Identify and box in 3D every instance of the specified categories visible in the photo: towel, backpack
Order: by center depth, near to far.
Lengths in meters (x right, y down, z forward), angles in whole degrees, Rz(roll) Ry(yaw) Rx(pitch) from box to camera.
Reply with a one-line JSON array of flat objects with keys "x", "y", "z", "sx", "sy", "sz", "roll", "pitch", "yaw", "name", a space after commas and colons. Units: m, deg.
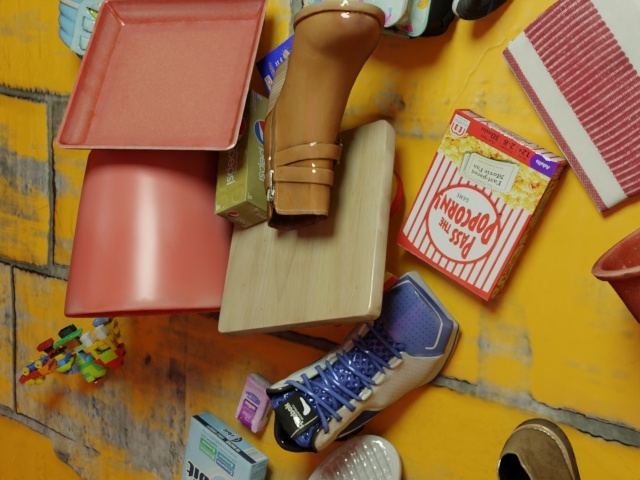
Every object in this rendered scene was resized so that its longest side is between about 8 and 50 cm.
[{"x": 0.384, "y": -0.208, "z": 0.858, "sx": 0.329, "sy": 0.037, "sz": 0.237, "roll": -35, "pitch": 80, "yaw": 35, "name": "towel"}, {"x": 0.067, "y": -0.338, "z": 0.986, "sx": 0.188, "sy": 0.144, "sz": 0.166, "roll": 22, "pitch": 115, "yaw": 32, "name": "backpack"}]

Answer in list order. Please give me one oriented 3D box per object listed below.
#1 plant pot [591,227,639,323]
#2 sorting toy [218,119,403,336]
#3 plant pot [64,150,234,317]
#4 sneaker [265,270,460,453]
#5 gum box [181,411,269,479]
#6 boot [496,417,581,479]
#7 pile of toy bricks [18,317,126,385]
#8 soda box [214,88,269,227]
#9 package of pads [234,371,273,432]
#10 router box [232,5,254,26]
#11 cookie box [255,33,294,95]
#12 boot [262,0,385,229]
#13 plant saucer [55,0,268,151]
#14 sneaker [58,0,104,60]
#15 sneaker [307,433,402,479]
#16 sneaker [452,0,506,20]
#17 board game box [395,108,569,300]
[{"x": 0.442, "y": 0.079, "z": 0.743, "sx": 0.272, "sy": 0.272, "sz": 0.265, "roll": -31, "pitch": 88, "yaw": 33, "name": "plant pot"}, {"x": 0.000, "y": 0.000, "z": 1.069, "sx": 0.255, "sy": 0.089, "sz": 0.257, "roll": -12, "pitch": 62, "yaw": 39, "name": "sorting toy"}, {"x": -0.240, "y": -0.012, "z": 1.187, "sx": 0.274, "sy": 0.275, "sz": 0.243, "roll": -6, "pitch": 83, "yaw": 35, "name": "plant pot"}, {"x": 0.038, "y": 0.194, "z": 1.067, "sx": 0.127, "sy": 0.182, "sz": 0.315, "roll": 49, "pitch": 120, "yaw": 16, "name": "sneaker"}, {"x": -0.163, "y": 0.398, "z": 1.306, "sx": 0.157, "sy": 0.041, "sz": 0.185, "roll": 25, "pitch": 111, "yaw": 40, "name": "gum box"}, {"x": 0.290, "y": 0.379, "z": 0.970, "sx": 0.112, "sy": 0.115, "sz": 0.305, "roll": -27, "pitch": 84, "yaw": 32, "name": "boot"}, {"x": -0.423, "y": 0.213, "z": 1.445, "sx": 0.212, "sy": 0.118, "sz": 0.105, "roll": -27, "pitch": 111, "yaw": 18, "name": "pile of toy bricks"}, {"x": -0.100, "y": -0.113, "z": 1.110, "sx": 0.061, "sy": 0.058, "sz": 0.181, "roll": -21, "pitch": 57, "yaw": 35, "name": "soda box"}, {"x": -0.101, "y": 0.253, "z": 1.261, "sx": 0.050, "sy": 0.032, "sz": 0.083, "roll": 32, "pitch": 114, "yaw": 29, "name": "package of pads"}, {"x": -0.149, "y": -0.326, "z": 1.194, "sx": 0.122, "sy": 0.038, "sz": 0.092, "roll": 39, "pitch": 116, "yaw": 23, "name": "router box"}, {"x": -0.027, "y": -0.236, "z": 1.126, "sx": 0.107, "sy": 0.040, "sz": 0.092, "roll": -28, "pitch": 82, "yaw": 34, "name": "cookie box"}, {"x": -0.008, "y": -0.139, "z": 0.954, "sx": 0.283, "sy": 0.109, "sz": 0.220, "roll": 156, "pitch": 121, "yaw": -62, "name": "boot"}, {"x": -0.208, "y": -0.225, "z": 1.108, "sx": 0.259, "sy": 0.048, "sz": 0.259, "roll": 2, "pitch": 65, "yaw": 16, "name": "plant saucer"}, {"x": -0.294, "y": -0.368, "z": 1.237, "sx": 0.319, "sy": 0.127, "sz": 0.208, "roll": 11, "pitch": 102, "yaw": 42, "name": "sneaker"}, {"x": 0.018, "y": 0.423, "z": 1.166, "sx": 0.126, "sy": 0.127, "sz": 0.321, "roll": 31, "pitch": 89, "yaw": 20, "name": "sneaker"}, {"x": 0.206, "y": -0.359, "z": 0.934, "sx": 0.081, "sy": 0.080, "sz": 0.211, "roll": 35, "pitch": 106, "yaw": 32, "name": "sneaker"}, {"x": 0.197, "y": -0.046, "z": 1.003, "sx": 0.146, "sy": 0.045, "sz": 0.194, "roll": 33, "pitch": 115, "yaw": 26, "name": "board game box"}]
